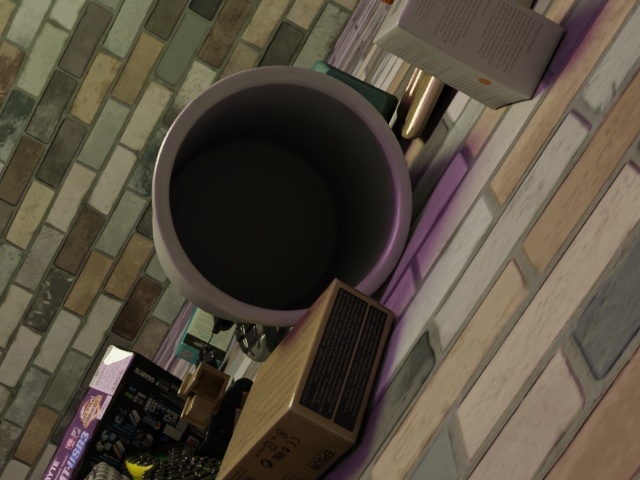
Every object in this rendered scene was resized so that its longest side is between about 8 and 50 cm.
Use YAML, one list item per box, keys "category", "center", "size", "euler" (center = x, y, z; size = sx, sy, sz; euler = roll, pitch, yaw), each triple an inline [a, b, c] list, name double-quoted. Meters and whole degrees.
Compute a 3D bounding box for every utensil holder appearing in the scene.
- category: "utensil holder"
  center: [-0.075, -0.040, 1.517]
  size: [0.327, 0.328, 0.385]
  euler: [-63, 6, -9]

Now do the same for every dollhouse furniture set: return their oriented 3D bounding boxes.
- category: "dollhouse furniture set"
  center: [-0.131, 0.276, 1.358]
  size: [0.101, 0.161, 0.182]
  euler: [-53, 12, 44]

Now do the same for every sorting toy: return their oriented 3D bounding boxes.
- category: "sorting toy"
  center: [0.159, -0.218, 1.657]
  size: [0.229, 0.041, 0.307]
  euler: [-88, 22, -76]

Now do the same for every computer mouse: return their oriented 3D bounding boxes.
- category: "computer mouse"
  center: [-0.222, 0.220, 2.270]
  size: [0.071, 0.041, 0.242]
  euler: [-108, 31, -58]

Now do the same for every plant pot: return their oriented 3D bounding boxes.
- category: "plant pot"
  center: [0.031, -0.197, 1.764]
  size: [0.234, 0.166, 0.165]
  euler: [177, 118, -87]

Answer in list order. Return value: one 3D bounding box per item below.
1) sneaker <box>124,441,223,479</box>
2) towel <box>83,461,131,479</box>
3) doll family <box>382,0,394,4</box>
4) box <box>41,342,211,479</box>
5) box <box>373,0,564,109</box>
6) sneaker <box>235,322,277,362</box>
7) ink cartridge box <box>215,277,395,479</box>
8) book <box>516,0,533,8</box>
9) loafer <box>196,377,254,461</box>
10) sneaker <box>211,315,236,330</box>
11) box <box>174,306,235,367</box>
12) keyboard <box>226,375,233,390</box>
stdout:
- category: "sneaker"
  center: [-0.201, 0.398, 1.608]
  size: [0.343, 0.134, 0.146]
  euler: [180, 82, -72]
- category: "towel"
  center: [-0.161, 0.341, 1.114]
  size: [0.121, 0.235, 0.284]
  euler: [-57, 9, -8]
- category: "doll family"
  center: [0.202, -0.611, 2.432]
  size: [0.263, 0.118, 0.163]
  euler: [-32, 19, 35]
- category: "box"
  center: [-0.309, 0.361, 1.803]
  size: [0.073, 0.295, 0.293]
  euler: [15, 72, 36]
- category: "box"
  center: [0.164, -0.232, 1.225]
  size: [0.091, 0.171, 0.130]
  euler: [-63, 9, -3]
- category: "sneaker"
  center: [-0.089, 0.098, 1.896]
  size: [0.101, 0.106, 0.267]
  euler: [-47, 36, 39]
- category: "ink cartridge box"
  center: [-0.021, 0.187, 1.252]
  size: [0.234, 0.088, 0.193]
  euler: [-52, 11, 47]
- category: "book"
  center: [0.249, -0.307, 1.446]
  size: [0.096, 0.035, 0.144]
  euler: [-66, 11, -5]
- category: "loafer"
  center: [-0.156, 0.299, 1.751]
  size: [0.170, 0.062, 0.061]
  euler: [-62, 6, -7]
- category: "sneaker"
  center: [-0.152, 0.109, 2.252]
  size: [0.271, 0.100, 0.108]
  euler: [-38, 57, 52]
- category: "box"
  center: [-0.236, 0.173, 2.438]
  size: [0.060, 0.101, 0.244]
  euler: [-53, 12, 48]
- category: "keyboard"
  center: [-0.235, 0.376, 2.097]
  size: [0.256, 0.014, 0.072]
  euler: [-59, 10, 15]
